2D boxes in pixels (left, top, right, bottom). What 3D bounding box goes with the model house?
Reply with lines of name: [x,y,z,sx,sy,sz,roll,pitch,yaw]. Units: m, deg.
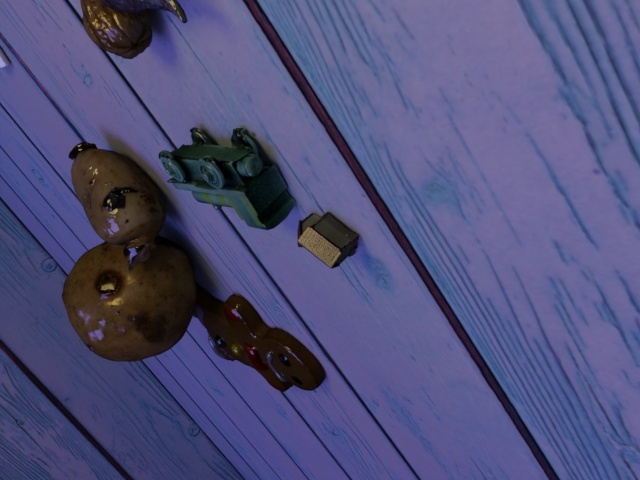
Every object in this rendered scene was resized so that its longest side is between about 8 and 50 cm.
model house: [0.000,0.000,0.747,0.083,0.058,0.057,38,152,17]

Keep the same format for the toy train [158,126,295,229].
toy train: [-0.140,-0.086,0.808,0.200,0.083,0.132,14,142,47]

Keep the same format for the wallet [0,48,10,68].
wallet: [-0.712,-0.421,1.211,0.061,0.025,0.122,-7,124,25]

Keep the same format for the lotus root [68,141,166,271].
lotus root: [-0.382,-0.078,1.100,0.257,0.140,0.154,58,166,0]

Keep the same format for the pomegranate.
pomegranate: [-0.396,0.117,1.231,0.281,0.281,0.281,34,150,23]

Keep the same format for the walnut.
walnut: [-0.252,-0.276,0.715,0.096,0.082,0.079,54,176,15]

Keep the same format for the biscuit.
biscuit: [-0.159,0.234,1.278,0.432,0.064,0.283,15,139,46]

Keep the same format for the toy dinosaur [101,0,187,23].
toy dinosaur: [-0.247,-0.340,0.615,0.294,0.077,0.162,48,151,29]
